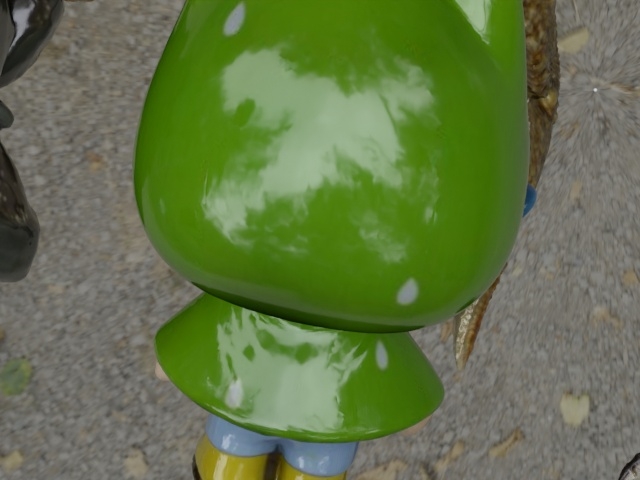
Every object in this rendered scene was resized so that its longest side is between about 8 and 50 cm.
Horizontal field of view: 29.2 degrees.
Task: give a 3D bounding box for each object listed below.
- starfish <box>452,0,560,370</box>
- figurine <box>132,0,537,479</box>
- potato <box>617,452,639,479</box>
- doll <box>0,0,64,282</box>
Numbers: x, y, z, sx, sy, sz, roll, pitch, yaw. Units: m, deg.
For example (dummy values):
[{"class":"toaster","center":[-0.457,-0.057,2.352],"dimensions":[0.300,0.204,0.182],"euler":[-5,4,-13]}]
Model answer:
[{"class":"starfish","center":[0.114,-0.107,0.829],"dimensions":[0.094,0.327,0.375],"euler":[4,63,1]},{"class":"figurine","center":[0.000,0.000,0.510],"dimensions":[0.162,0.143,0.263],"euler":[15,116,9]},{"class":"potato","center":[0.378,0.369,1.312],"dimensions":[0.120,0.100,0.261],"euler":[-29,65,-13]},{"class":"doll","center":[-0.340,-0.114,0.670],"dimensions":[0.379,0.382,0.252],"euler":[-15,56,50]}]
